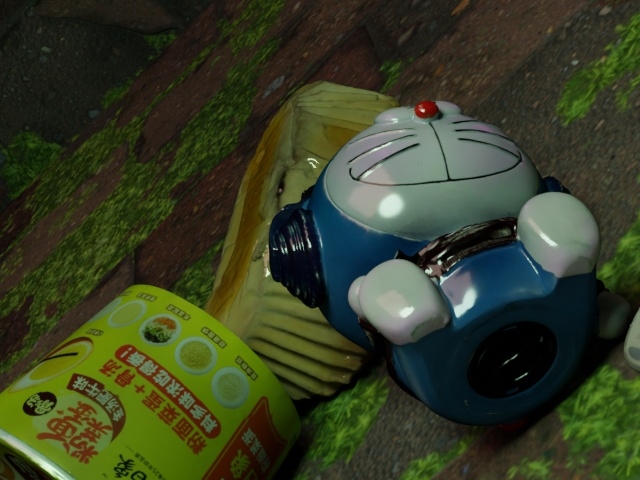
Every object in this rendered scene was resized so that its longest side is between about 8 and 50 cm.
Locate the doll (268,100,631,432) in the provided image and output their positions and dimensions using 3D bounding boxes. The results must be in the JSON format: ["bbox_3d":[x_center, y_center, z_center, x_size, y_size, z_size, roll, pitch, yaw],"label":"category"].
[{"bbox_3d":[0.105,0.014,1.221,0.284,0.240,0.310,-11,36,-14],"label":"doll"}]

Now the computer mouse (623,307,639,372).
[{"bbox_3d":[0.275,0.065,1.077,0.096,0.039,0.066,-60,24,-6],"label":"computer mouse"}]

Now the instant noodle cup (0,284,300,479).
[{"bbox_3d":[-0.173,0.201,1.366,0.221,0.311,0.311,-50,22,-25],"label":"instant noodle cup"}]

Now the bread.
[{"bbox_3d":[0.006,-0.005,1.514,0.236,0.183,0.388,-45,24,50],"label":"bread"}]
